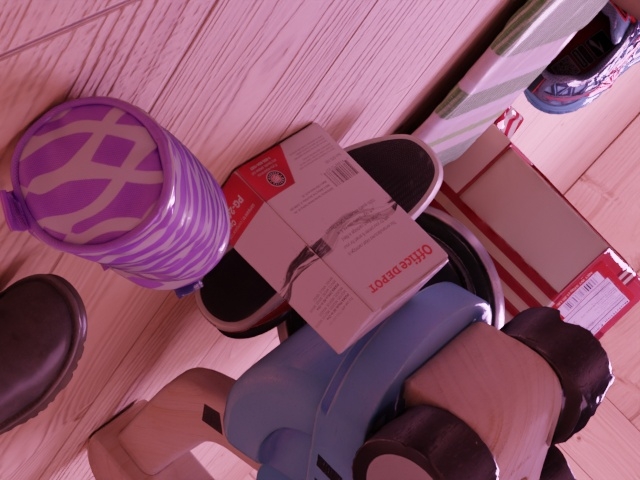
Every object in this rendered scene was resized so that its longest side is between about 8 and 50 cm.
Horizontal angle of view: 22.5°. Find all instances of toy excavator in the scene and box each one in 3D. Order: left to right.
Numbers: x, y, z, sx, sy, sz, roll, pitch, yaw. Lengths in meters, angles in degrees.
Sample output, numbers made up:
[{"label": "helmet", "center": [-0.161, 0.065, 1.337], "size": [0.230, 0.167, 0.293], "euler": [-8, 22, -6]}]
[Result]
[{"label": "toy excavator", "center": [-0.013, 0.174, 1.429], "size": [0.222, 0.445, 0.433], "euler": [-35, 146, -39]}]

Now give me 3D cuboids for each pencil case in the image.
[{"label": "pencil case", "center": [-0.105, -0.021, 0.871], "size": [0.088, 0.086, 0.206], "euler": [-17, 170, 2]}]

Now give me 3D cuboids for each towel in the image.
[{"label": "towel", "center": [0.184, -0.179, 1.588], "size": [0.325, 0.038, 0.248], "euler": [-47, 171, 28]}]

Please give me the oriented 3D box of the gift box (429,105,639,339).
[{"label": "gift box", "center": [0.214, 0.010, 1.924], "size": [0.255, 0.258, 0.276], "euler": [-42, 152, 3]}]

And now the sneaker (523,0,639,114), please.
[{"label": "sneaker", "center": [0.333, -0.239, 1.749], "size": [0.262, 0.104, 0.125], "euler": [-44, 169, 0]}]

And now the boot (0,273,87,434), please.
[{"label": "boot", "center": [-0.235, 0.093, 0.879], "size": [0.189, 0.076, 0.208], "euler": [-48, 164, 10]}]

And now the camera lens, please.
[{"label": "camera lens", "center": [0.069, 0.078, 1.635], "size": [0.219, 0.219, 0.274], "euler": [-43, 175, -3]}]

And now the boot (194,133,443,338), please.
[{"label": "boot", "center": [0.000, 0.000, 1.435], "size": [0.244, 0.088, 0.176], "euler": [-35, 171, -3]}]

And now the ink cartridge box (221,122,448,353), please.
[{"label": "ink cartridge box", "center": [0.006, -0.002, 1.212], "size": [0.109, 0.150, 0.063], "euler": [-34, 167, -47]}]

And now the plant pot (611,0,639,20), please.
[{"label": "plant pot", "center": [0.241, -0.236, 0.996], "size": [0.274, 0.256, 0.256], "euler": [-5, 143, -51]}]
